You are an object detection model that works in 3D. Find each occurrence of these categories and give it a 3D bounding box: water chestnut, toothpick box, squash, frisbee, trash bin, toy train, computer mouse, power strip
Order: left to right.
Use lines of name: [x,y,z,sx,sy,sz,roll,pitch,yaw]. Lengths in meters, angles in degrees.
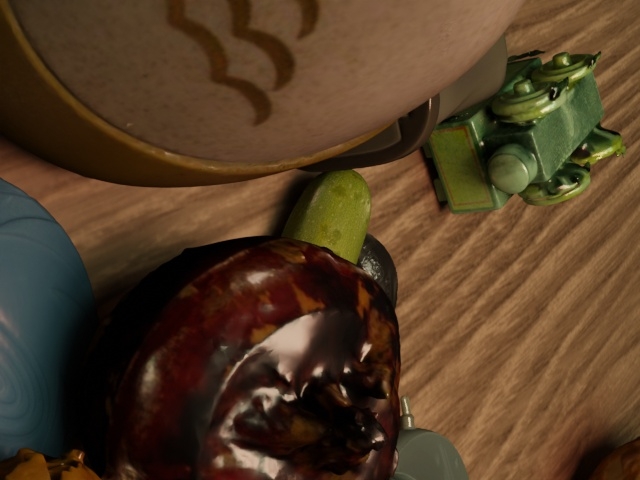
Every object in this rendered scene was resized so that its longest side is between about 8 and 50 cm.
frisbee: [-0.277,0.081,0.761,0.289,0.049,0.289,5,83,-48]
toothpick box: [-0.092,-0.244,0.723,0.409,0.425,0.409,38,43,-46]
water chestnut: [-0.041,0.137,0.838,0.300,0.300,0.300,5,83,-48]
squash: [0.000,0.000,1.057,0.095,0.095,0.188,41,53,-39]
computer mouse: [0.058,0.048,1.147,0.079,0.047,0.135,-32,112,-44]
trash bin: [0.068,-0.204,1.059,0.250,0.219,0.220,-25,108,-53]
power strip: [0.116,0.306,1.179,0.167,0.054,0.253,-33,112,-52]
toy train: [0.260,-0.141,1.288,0.272,0.188,0.159,-42,118,-45]

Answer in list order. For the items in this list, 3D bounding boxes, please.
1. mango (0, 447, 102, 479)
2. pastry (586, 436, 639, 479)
mango: [-0.223,0.288,0.713,0.201,0.153,0.287,20,82,-52]
pastry: [0.537,0.434,1.453,0.388,0.312,0.388,-7,114,-16]
